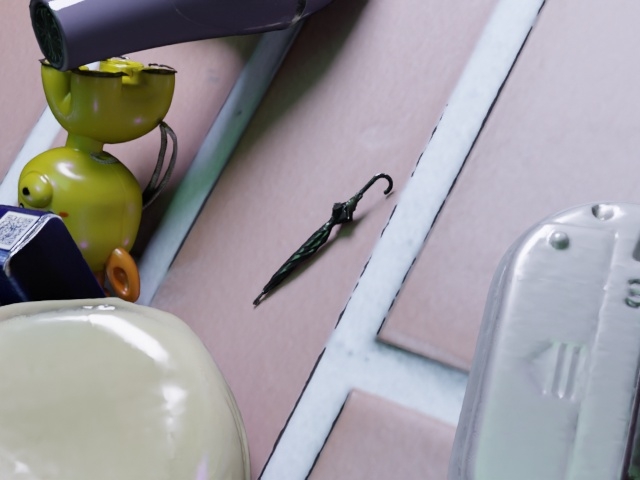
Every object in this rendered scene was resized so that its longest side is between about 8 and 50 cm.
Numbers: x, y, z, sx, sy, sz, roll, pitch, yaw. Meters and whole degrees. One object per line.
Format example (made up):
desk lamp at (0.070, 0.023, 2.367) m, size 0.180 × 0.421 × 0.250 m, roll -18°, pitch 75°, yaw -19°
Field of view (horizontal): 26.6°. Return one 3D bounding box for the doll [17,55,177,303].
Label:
doll at (-0.196, -0.046, 1.147) m, size 0.143 × 0.135 × 0.221 m, roll 14°, pitch 103°, yaw 36°

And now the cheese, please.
cheese at (-0.182, 0.161, 0.957) m, size 0.266 × 0.127 × 0.233 m, roll -2°, pitch 52°, yaw 2°

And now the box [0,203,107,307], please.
box at (-0.287, 0.041, 1.121) m, size 0.259 × 0.168 × 0.071 m, roll 8°, pitch 46°, yaw 35°

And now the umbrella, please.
umbrella at (-0.003, -0.003, 1.062) m, size 0.149 × 0.022 × 0.022 m, roll -40°, pitch 22°, yaw 6°

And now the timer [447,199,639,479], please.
timer at (0.202, 0.099, 0.779) m, size 0.237 × 0.087 × 0.262 m, roll 9°, pitch 66°, yaw 16°

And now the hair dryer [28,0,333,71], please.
hair dryer at (-0.155, -0.228, 1.216) m, size 0.301 × 0.121 × 0.361 m, roll -25°, pitch 18°, yaw -27°
